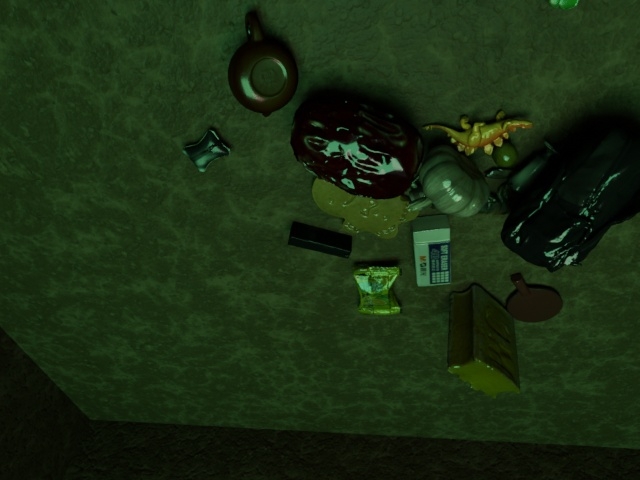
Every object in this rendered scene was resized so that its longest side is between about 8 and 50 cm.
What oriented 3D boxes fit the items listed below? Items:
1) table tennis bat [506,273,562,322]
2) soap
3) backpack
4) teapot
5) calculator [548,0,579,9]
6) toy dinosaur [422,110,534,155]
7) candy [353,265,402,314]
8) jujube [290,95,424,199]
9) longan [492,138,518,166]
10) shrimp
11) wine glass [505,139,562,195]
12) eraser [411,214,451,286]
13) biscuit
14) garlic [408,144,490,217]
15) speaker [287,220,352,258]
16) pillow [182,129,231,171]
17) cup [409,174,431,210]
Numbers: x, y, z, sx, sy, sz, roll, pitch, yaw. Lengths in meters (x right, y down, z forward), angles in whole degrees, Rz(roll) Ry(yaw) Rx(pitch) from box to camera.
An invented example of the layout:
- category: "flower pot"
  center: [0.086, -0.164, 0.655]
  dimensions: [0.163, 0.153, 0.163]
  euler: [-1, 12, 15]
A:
- category: "table tennis bat"
  center: [0.809, 0.229, 1.720]
  dimensions: [0.200, 0.038, 0.310]
  euler: [-25, 127, 27]
- category: "soap"
  center: [0.610, 0.382, 1.679]
  dimensions: [0.293, 0.335, 0.156]
  euler: [37, 134, -22]
- category: "backpack"
  center: [0.721, -0.119, 1.206]
  dimensions: [0.255, 0.363, 0.445]
  euler: [41, 123, 16]
- category: "teapot"
  center: [-0.155, -0.437, 1.131]
  dimensions: [0.178, 0.135, 0.252]
  euler: [-20, 117, -20]
- category: "calculator"
  center: [0.538, -0.612, 0.935]
  dimensions: [0.146, 0.032, 0.234]
  euler: [2, 133, 5]
- category: "toy dinosaur"
  center: [0.434, -0.289, 1.241]
  dimensions: [0.289, 0.070, 0.117]
  euler: [-4, 134, 17]
- category: "candy"
  center: [0.225, 0.201, 1.728]
  dimensions: [0.187, 0.081, 0.297]
  euler: [-2, 134, 11]
- category: "jujube"
  center: [0.103, -0.242, 1.196]
  dimensions: [0.377, 0.258, 0.258]
  euler: [11, 134, -11]
- category: "longan"
  center: [0.527, -0.250, 1.269]
  dimensions: [0.075, 0.083, 0.075]
  euler: [23, 177, 1]
- category: "shrimp"
  center: [0.493, -0.148, 1.383]
  dimensions: [0.296, 0.058, 0.169]
  euler: [-1, 126, 3]
- category: "wine glass"
  center: [0.610, -0.206, 1.278]
  dimensions: [0.072, 0.072, 0.155]
  euler: [26, 120, -18]
- category: "eraser"
  center: [0.386, 0.042, 1.554]
  dimensions: [0.124, 0.081, 0.278]
  euler: [-6, 133, 12]
- category: "biscuit"
  center: [0.139, -0.126, 1.442]
  dimensions: [0.355, 0.052, 0.275]
  euler: [29, 130, -22]
- category: "garlic"
  center: [0.343, -0.140, 1.260]
  dimensions: [0.219, 0.218, 0.212]
  euler: [31, 132, -22]
- category: "speaker"
  center: [0.000, 0.000, 1.557]
  dimensions: [0.218, 0.082, 0.044]
  euler: [14, 134, -6]
- category: "pillow"
  center: [-0.344, -0.271, 1.354]
  dimensions: [0.136, 0.055, 0.091]
  euler: [-24, 146, 29]
- category: "cup"
  center: [0.330, -0.160, 1.385]
  dimensions: [0.099, 0.102, 0.074]
  euler: [-30, 163, 29]
